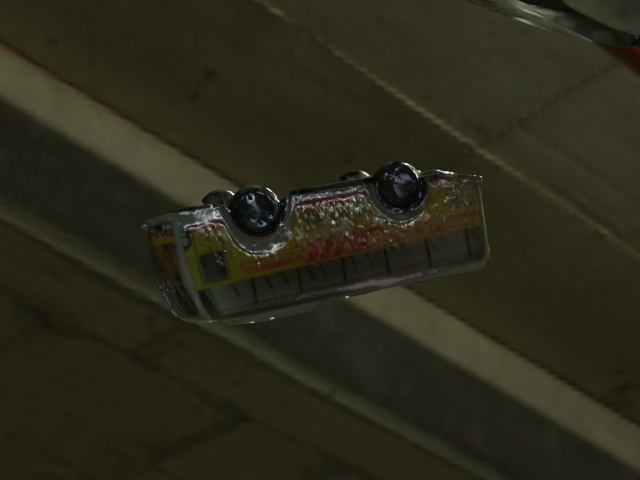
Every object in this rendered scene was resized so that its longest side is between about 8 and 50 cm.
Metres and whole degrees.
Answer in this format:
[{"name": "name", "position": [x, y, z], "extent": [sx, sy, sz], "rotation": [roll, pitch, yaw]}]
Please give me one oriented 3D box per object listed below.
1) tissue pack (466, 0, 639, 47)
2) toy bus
[{"name": "tissue pack", "position": [0.046, -0.121, 0.375], "extent": [0.103, 0.090, 0.170], "rotation": [15, 15, -38]}, {"name": "toy bus", "position": [0.000, 0.000, 0.969], "extent": [0.268, 0.106, 0.092], "rotation": [-10, 0, -25]}]
